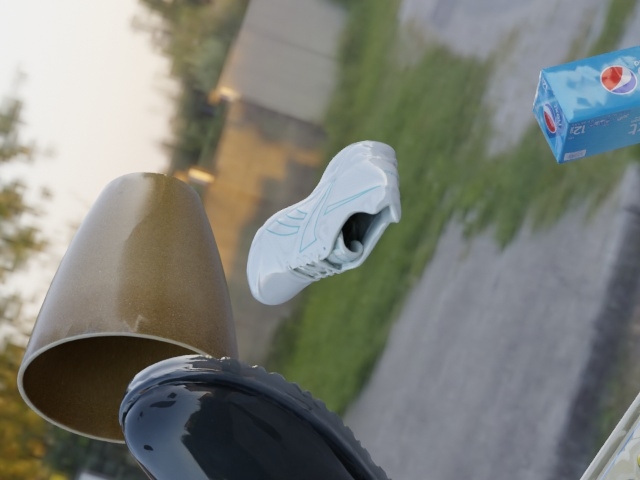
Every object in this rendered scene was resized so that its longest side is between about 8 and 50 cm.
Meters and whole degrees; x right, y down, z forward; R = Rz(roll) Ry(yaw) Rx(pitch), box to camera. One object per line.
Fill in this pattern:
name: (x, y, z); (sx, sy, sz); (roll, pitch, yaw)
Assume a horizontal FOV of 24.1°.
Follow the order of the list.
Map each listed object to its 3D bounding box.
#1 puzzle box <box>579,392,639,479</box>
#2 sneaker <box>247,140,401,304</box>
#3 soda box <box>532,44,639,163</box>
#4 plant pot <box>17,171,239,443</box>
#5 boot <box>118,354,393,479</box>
puzzle box: (0.241, 0.300, 1.164); (0.409, 0.052, 0.272); (-60, 21, 14)
sneaker: (0.000, 0.000, 1.021); (0.152, 0.053, 0.061); (-47, 38, 32)
soda box: (0.318, -0.144, 1.452); (0.067, 0.210, 0.071); (94, 159, -56)
plant pot: (-0.195, 0.059, 1.653); (0.237, 0.237, 0.254); (114, 163, -53)
boot: (-0.023, 0.330, 1.102); (0.146, 0.367, 0.445); (-41, 23, 28)
